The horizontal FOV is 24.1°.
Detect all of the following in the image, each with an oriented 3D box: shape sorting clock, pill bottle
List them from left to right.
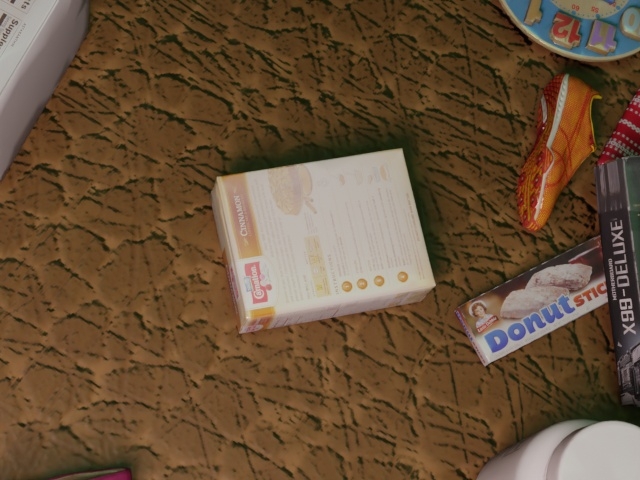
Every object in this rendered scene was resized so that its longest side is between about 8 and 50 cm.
[{"bbox_3d":[0.223,0.227,1.324,0.131,0.229,0.131,3,73,-9],"label":"pill bottle"},{"bbox_3d":[0.280,-0.283,1.590,0.206,0.040,0.206,3,73,-10],"label":"shape sorting clock"}]

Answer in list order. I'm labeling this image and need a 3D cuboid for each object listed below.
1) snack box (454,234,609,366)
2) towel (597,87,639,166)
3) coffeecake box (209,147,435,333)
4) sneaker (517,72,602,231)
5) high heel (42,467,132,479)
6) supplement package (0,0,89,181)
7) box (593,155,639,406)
[{"bbox_3d":[0.223,0.057,1.486,0.178,0.022,0.064,-26,81,-17],"label":"snack box"},{"bbox_3d":[0.435,-0.133,1.578,0.199,0.031,0.275,34,71,2],"label":"towel"},{"bbox_3d":[0.000,0.000,1.439,0.185,0.068,0.142,-9,75,-13],"label":"coffeecake box"},{"bbox_3d":[0.246,-0.087,1.514,0.067,0.064,0.175,24,73,-13],"label":"sneaker"},{"bbox_3d":[-0.328,0.211,1.228,0.377,0.127,0.181,33,74,-40],"label":"high heel"},{"bbox_3d":[-0.370,-0.212,1.368,0.263,0.199,0.198,27,71,-1],"label":"supplement package"},{"bbox_3d":[0.436,0.027,1.479,0.307,0.076,0.242,-6,87,-12],"label":"box"}]
